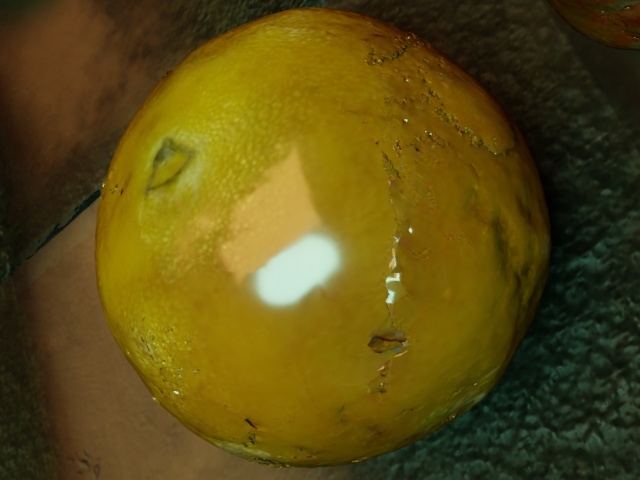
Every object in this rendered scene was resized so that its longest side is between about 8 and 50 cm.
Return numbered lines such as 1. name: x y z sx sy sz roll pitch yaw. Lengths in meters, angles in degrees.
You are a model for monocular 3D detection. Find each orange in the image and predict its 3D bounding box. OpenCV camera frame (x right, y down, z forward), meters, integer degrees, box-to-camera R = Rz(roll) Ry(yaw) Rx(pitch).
1. orange: 0.000 0.000 0.539 0.240 0.240 0.240 -14 67 35

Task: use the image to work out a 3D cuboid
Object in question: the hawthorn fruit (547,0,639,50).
1. hawthorn fruit: 0.169 -0.181 0.517 0.148 0.148 0.172 -32 51 27
